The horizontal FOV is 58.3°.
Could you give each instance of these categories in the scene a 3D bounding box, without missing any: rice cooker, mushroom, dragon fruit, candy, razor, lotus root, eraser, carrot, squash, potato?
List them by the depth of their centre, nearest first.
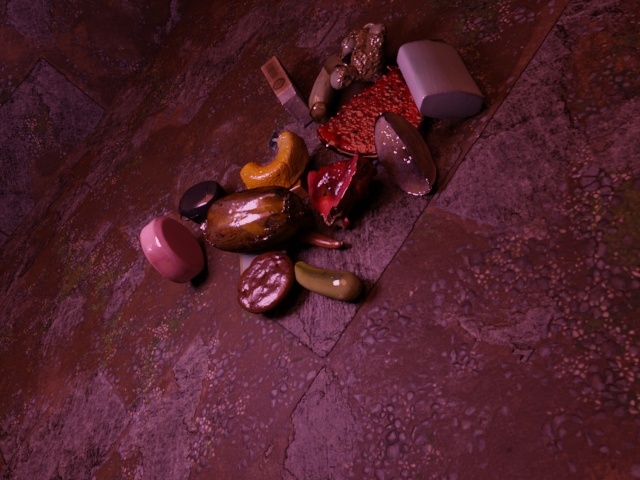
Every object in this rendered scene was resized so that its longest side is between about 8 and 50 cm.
[{"bbox_3d":[0.017,0.113,1.593,0.250,0.083,0.083,11,67,48],"label":"squash"},{"bbox_3d":[0.244,-0.243,1.642,0.100,0.261,0.120,-26,-8,-37],"label":"potato"},{"bbox_3d":[0.349,-0.482,1.698,0.189,0.104,0.290,1,46,-13],"label":"eraser"},{"bbox_3d":[0.066,-0.131,1.713,0.262,0.134,0.211,-3,68,57],"label":"dragon fruit"},{"bbox_3d":[0.000,0.000,1.716,0.191,0.047,0.047,18,72,45],"label":"carrot"},{"bbox_3d":[0.184,-0.346,1.771,0.343,0.100,0.282,-37,59,-1],"label":"dragon fruit"},{"bbox_3d":[-0.220,-0.062,1.781,0.397,0.179,0.196,-10,54,37],"label":"lotus root"},{"bbox_3d":[-0.509,0.028,1.989,0.094,0.255,0.255,-36,42,15],"label":"candy"},{"bbox_3d":[0.024,-0.568,2.086,0.087,0.107,0.333,13,62,6],"label":"mushroom"},{"bbox_3d":[-0.127,-0.373,2.126,0.135,0.040,0.068,6,64,36],"label":"razor"},{"bbox_3d":[-0.440,-0.140,2.147,0.203,0.118,0.142,-20,49,28],"label":"rice cooker"},{"bbox_3d":[-0.124,-0.570,2.187,0.078,0.144,0.343,-37,41,11],"label":"eraser"}]

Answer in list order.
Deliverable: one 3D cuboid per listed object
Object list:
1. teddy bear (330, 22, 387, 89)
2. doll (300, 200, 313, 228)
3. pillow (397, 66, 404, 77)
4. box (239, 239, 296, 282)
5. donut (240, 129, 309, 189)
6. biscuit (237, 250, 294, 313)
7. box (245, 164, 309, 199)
[{"bbox_3d":[0.147,-0.656,2.013,0.267,0.156,0.256,-43,39,26],"label":"teddy bear"},{"bbox_3d":[-0.074,-0.086,1.822,0.084,0.073,0.127,-35,46,3],"label":"doll"},{"bbox_3d":[0.240,-0.515,1.913,0.217,0.033,0.130,-35,42,15],"label":"pillow"},{"bbox_3d":[-0.169,0.062,1.814,0.211,0.045,0.270,-32,43,18],"label":"box"},{"bbox_3d":[-0.137,-0.240,1.892,0.259,0.101,0.152,-41,47,1],"label":"donut"},{"bbox_3d":[-0.165,0.123,1.701,0.212,0.036,0.212,-21,50,27],"label":"biscuit"},{"bbox_3d":[-0.149,-0.176,1.964,0.237,0.070,0.152,-27,46,25],"label":"box"}]
